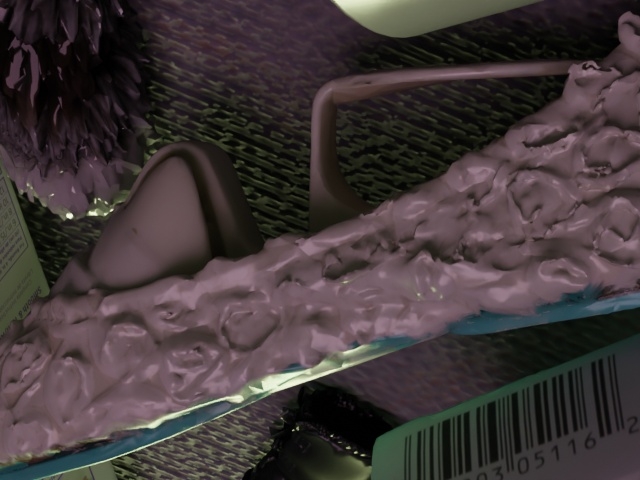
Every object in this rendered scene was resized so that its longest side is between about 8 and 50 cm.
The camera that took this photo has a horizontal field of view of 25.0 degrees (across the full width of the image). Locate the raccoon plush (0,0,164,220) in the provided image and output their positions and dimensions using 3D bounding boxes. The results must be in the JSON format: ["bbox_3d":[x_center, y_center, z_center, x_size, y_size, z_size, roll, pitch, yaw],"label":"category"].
[{"bbox_3d":[-0.119,-0.114,0.478,0.216,0.299,0.446,0,129,17],"label":"raccoon plush"}]

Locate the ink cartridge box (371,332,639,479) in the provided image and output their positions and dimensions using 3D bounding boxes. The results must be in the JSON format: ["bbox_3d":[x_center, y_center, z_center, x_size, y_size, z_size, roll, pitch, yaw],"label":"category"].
[{"bbox_3d":[0.254,0.170,0.681,0.308,0.091,0.385,-26,129,24],"label":"ink cartridge box"}]

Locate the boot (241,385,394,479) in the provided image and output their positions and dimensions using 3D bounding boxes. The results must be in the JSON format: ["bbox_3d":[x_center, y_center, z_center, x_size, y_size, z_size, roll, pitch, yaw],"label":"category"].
[{"bbox_3d":[0.017,0.140,0.824,0.121,0.045,0.099,30,129,-7],"label":"boot"}]

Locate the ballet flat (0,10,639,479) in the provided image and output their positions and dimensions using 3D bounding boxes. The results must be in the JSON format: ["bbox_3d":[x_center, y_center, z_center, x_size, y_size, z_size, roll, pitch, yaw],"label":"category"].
[{"bbox_3d":[0.000,0.000,0.653,0.409,0.147,0.147,-17,122,17],"label":"ballet flat"}]

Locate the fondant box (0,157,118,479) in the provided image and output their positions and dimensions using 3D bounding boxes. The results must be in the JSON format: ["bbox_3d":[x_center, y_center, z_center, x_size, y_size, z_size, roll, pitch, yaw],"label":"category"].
[{"bbox_3d":[-0.261,0.078,0.810,0.238,0.096,0.330,6,132,22],"label":"fondant box"}]

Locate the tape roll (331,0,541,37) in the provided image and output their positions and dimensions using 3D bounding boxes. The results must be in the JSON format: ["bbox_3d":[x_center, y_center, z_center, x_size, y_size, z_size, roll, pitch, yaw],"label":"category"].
[{"bbox_3d":[0.031,-0.175,0.433,0.072,0.219,0.219,-12,124,24],"label":"tape roll"}]
